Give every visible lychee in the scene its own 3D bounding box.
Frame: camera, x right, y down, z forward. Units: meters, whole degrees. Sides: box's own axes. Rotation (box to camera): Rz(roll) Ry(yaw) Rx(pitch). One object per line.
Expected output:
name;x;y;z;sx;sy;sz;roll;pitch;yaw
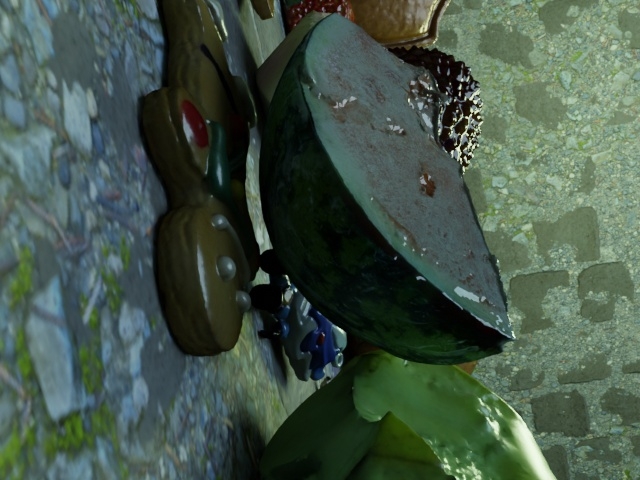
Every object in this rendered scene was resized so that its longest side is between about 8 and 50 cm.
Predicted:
lychee;0.142;-0.199;1.482;0.306;0.330;0.306;52;-7;9

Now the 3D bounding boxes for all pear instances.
pear;0.100;0.203;0.683;0.176;0.286;0.282;-56;-176;16

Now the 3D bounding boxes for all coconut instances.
coconut;-0.002;-0.175;0.969;0.147;0.153;0.147;36;20;-16

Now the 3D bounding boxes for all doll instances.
doll;-0.015;0.081;0.822;0.195;0.070;0.096;56;47;-52

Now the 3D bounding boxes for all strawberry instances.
strawberry;0.003;-0.355;1.337;0.175;0.107;0.236;-89;165;-55

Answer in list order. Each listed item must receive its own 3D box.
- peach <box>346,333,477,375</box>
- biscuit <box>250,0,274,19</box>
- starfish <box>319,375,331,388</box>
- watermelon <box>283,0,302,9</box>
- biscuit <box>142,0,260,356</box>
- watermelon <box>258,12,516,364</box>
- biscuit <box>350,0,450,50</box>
peach;0.138;0.149;1.287;0.256;0.232;0.232;-36;123;-38
biscuit;-0.087;-0.371;1.001;0.162;0.035;0.250;50;26;-66
starfish;0.062;0.268;0.995;0.231;0.048;0.295;52;-6;7
watermelon;0.000;-0.461;1.046;0.201;0.261;0.213;43;-18;47
biscuit;-0.079;-0.049;0.629;0.197;0.049;0.301;66;16;-49
watermelon;0.042;-0.030;0.672;0.224;0.180;0.305;73;3;-53
biscuit;0.091;-0.543;1.468;0.455;0.350;0.078;59;-13;-24
